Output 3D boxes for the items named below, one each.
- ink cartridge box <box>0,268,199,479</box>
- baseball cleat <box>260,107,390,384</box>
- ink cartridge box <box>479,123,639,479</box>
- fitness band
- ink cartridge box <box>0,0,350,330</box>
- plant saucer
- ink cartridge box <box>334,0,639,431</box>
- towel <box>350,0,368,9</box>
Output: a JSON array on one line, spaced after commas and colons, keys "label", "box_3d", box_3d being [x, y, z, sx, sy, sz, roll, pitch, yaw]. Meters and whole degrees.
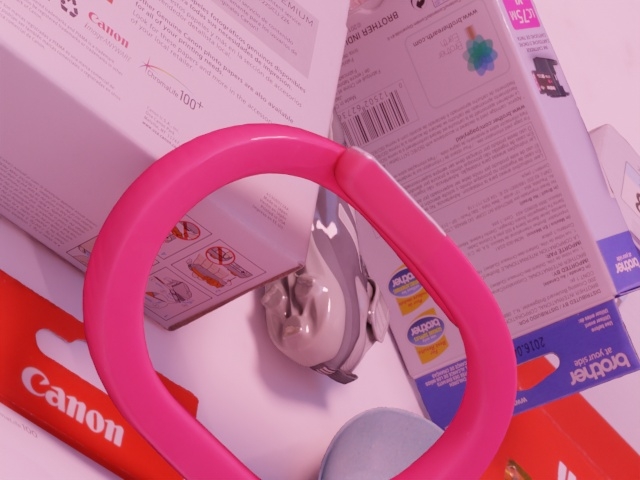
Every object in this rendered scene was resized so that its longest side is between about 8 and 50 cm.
[{"label": "ink cartridge box", "box_3d": [-0.139, 0.136, 1.077, 0.189, 0.066, 0.232, 37, 49, -30]}, {"label": "baseball cleat", "box_3d": [0.000, 0.000, 1.316, 0.109, 0.072, 0.206, 37, 48, -49]}, {"label": "ink cartridge box", "box_3d": [0.265, 0.135, 1.487, 0.308, 0.091, 0.385, 46, 35, -22]}, {"label": "fitness band", "box_3d": [-0.009, 0.062, 1.123, 0.291, 0.209, 0.054, 48, -3, -29]}, {"label": "ink cartridge box", "box_3d": [-0.137, -0.145, 1.178, 0.309, 0.130, 0.272, 38, 45, -29]}, {"label": "plant saucer", "box_3d": [0.054, 0.208, 1.267, 0.195, 0.037, 0.195, 26, 51, -37]}, {"label": "ink cartridge box", "box_3d": [0.107, -0.032, 1.346, 0.065, 0.185, 0.311, -11, 78, -53]}, {"label": "towel", "box_3d": [0.009, -0.375, 1.544, 0.317, 0.053, 0.332, 51, 40, -14]}]
